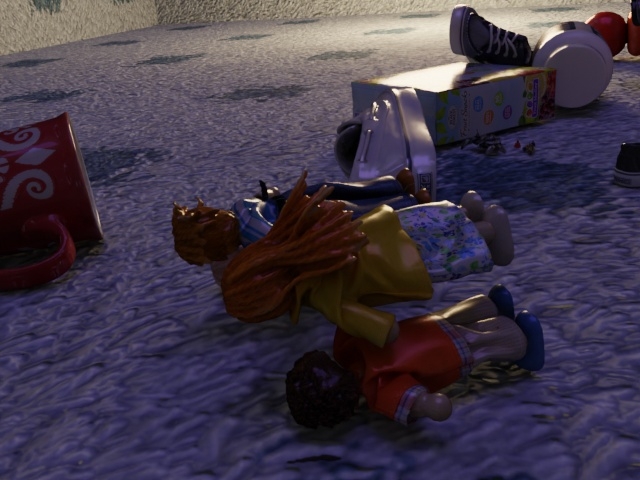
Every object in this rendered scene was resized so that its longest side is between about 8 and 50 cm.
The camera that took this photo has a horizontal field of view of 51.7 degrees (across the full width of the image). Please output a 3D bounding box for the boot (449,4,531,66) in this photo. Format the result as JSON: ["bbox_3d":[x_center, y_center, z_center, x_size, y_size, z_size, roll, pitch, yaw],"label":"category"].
[{"bbox_3d":[0.246,-0.288,0.940,0.086,0.069,0.190,11,8,26],"label":"boot"}]

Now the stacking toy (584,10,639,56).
[{"bbox_3d":[0.659,-0.399,1.227,0.330,0.141,0.141,0,23,24],"label":"stacking toy"}]

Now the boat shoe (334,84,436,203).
[{"bbox_3d":[0.055,-0.096,0.646,0.084,0.095,0.258,0,22,0],"label":"boat shoe"}]

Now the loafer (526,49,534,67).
[{"bbox_3d":[0.345,-0.298,1.138,0.061,0.062,0.170,6,16,-38],"label":"loafer"}]

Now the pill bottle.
[{"bbox_3d":[0.354,-0.246,0.933,0.107,0.108,0.180,3,24,18],"label":"pill bottle"}]

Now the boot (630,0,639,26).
[{"bbox_3d":[0.595,-0.265,0.915,0.222,0.118,0.338,-30,49,23],"label":"boot"}]

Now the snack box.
[{"bbox_3d":[0.172,-0.186,0.871,0.207,0.070,0.174,-16,23,-28],"label":"snack box"}]

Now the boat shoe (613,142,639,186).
[{"bbox_3d":[0.340,-0.086,0.638,0.142,0.040,0.049,-17,26,-27],"label":"boat shoe"}]

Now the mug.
[{"bbox_3d":[-0.275,-0.029,0.533,0.169,0.113,0.150,-15,23,-15],"label":"mug"}]

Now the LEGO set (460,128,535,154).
[{"bbox_3d":[0.202,-0.113,0.751,0.083,0.024,0.054,-3,23,4],"label":"LEGO set"}]

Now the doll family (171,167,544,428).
[{"bbox_3d":[0.000,0.000,0.395,0.163,0.118,0.263,-13,24,-18],"label":"doll family"}]
